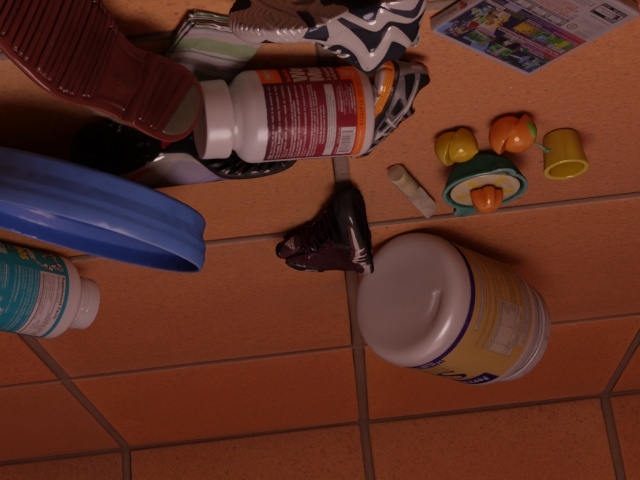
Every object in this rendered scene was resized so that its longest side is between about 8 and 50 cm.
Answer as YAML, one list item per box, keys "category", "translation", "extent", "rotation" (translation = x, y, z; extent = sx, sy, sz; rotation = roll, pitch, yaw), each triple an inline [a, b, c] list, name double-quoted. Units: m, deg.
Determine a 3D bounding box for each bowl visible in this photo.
- category: "bowl"
  translation: [-0.345, -0.043, 1.715]
  extent: [0.391, 0.077, 0.391]
  rotation: [14, 171, 2]

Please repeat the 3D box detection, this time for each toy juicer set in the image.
- category: "toy juicer set"
  translation: [0.230, -0.093, 1.898]
  extent: [0.329, 0.089, 0.209]
  rotation: [-24, 151, 38]

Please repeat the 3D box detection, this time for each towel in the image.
- category: "towel"
  translation: [-0.139, -0.235, 1.552]
  extent: [0.113, 0.023, 0.152]
  rotation: [7, 154, -26]

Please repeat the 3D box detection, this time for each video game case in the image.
- category: "video game case"
  translation: [0.271, -0.282, 1.547]
  extent: [0.201, 0.023, 0.183]
  rotation: [14, 150, -42]

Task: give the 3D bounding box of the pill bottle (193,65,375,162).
- category: "pill bottle"
  translation: [-0.050, -0.163, 1.597]
  extent: [0.221, 0.121, 0.121]
  rotation: [-5, 158, -16]

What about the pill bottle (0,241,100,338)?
- category: "pill bottle"
  translation: [-0.505, 0.084, 2.057]
  extent: [0.264, 0.146, 0.146]
  rotation: [17, 148, -43]

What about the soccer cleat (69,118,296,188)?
- category: "soccer cleat"
  translation: [-0.185, -0.124, 1.719]
  extent: [0.318, 0.108, 0.116]
  rotation: [-4, 169, 1]

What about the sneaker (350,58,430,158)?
- category: "sneaker"
  translation: [0.085, -0.177, 1.678]
  extent: [0.083, 0.084, 0.215]
  rotation: [-7, 159, -19]

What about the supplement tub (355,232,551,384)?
- category: "supplement tub"
  translation: [0.249, 0.135, 2.247]
  extent: [0.241, 0.241, 0.331]
  rotation: [-23, 151, 35]

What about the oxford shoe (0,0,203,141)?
- category: "oxford shoe"
  translation: [-0.292, -0.215, 1.428]
  extent: [0.130, 0.123, 0.348]
  rotation: [19, 168, 39]

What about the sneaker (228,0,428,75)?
- category: "sneaker"
  translation: [0.016, -0.248, 1.467]
  extent: [0.235, 0.094, 0.153]
  rotation: [-16, 149, -1]

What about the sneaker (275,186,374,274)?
- category: "sneaker"
  translation: [0.000, 0.000, 2.045]
  extent: [0.163, 0.106, 0.281]
  rotation: [-5, 158, 5]
